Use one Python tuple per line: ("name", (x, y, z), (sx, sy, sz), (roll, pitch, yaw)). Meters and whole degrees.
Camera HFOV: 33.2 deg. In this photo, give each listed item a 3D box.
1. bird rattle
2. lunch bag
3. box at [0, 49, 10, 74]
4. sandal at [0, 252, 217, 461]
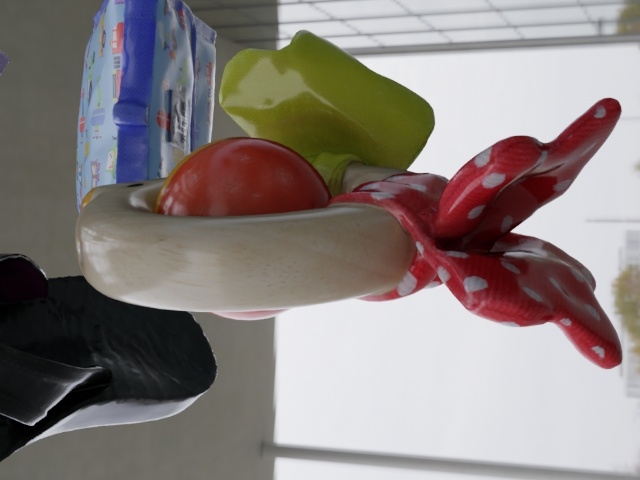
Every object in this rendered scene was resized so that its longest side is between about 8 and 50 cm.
("bird rattle", (0.000, 0.000, 0.473), (0.253, 0.207, 0.143), (-138, 41, -61))
("lunch bag", (-0.172, -0.114, 1.005), (0.293, 0.138, 0.220), (-153, 67, -84))
("box", (-0.351, -0.026, 0.799), (0.063, 0.067, 0.324), (40, -103, -49))
("sandal", (-0.211, 0.066, 0.753), (0.167, 0.107, 0.446), (52, -157, 14))
